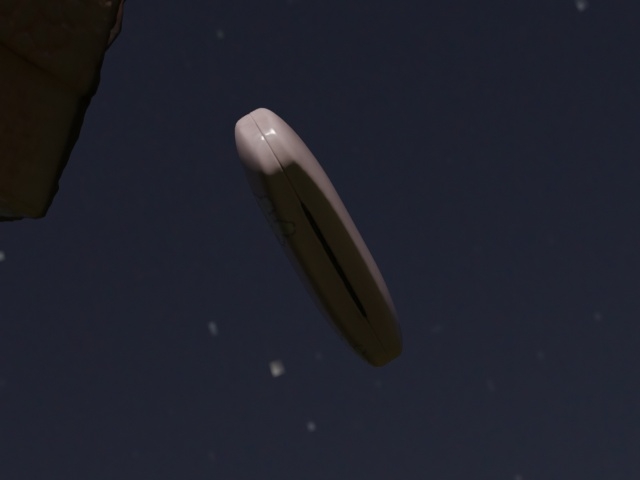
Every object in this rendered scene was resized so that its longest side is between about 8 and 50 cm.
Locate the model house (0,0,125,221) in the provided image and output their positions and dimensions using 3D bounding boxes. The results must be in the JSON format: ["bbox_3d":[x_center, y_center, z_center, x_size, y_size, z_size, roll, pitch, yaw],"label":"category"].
[{"bbox_3d":[-0.321,-0.161,1.485,0.202,0.237,0.237,10,-14,41],"label":"model house"}]

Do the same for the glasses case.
[{"bbox_3d":[0.000,0.000,1.867,0.075,0.113,0.297,-31,-64,-1],"label":"glasses case"}]
